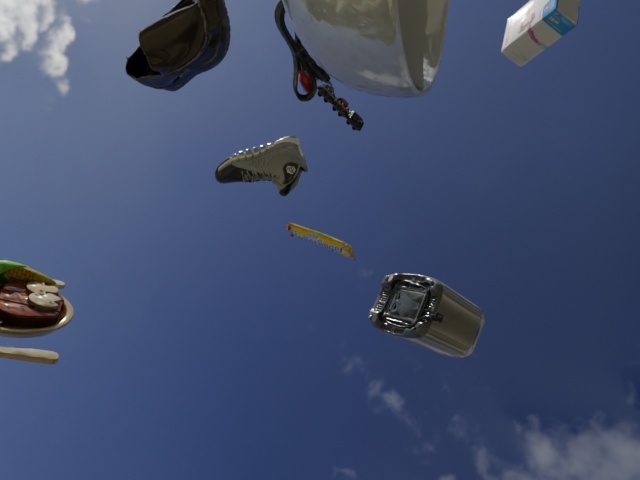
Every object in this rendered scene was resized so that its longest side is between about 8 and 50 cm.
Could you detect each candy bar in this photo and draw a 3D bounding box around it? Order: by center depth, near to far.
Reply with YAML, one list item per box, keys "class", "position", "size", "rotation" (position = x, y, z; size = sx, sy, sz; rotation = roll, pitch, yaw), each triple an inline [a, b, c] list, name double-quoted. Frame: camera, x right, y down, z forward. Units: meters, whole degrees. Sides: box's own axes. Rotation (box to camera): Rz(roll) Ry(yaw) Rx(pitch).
- class: "candy bar"
  position: [0.000, 0.000, 1.106]
  size: [0.162, 0.040, 0.018]
  rotation: [20, -121, 33]

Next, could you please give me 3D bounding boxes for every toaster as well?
- class: "toaster"
  position: [0.213, 0.148, 1.137]
  size: [0.227, 0.146, 0.129]
  rotation: [0, -115, 62]

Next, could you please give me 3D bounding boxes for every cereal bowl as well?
- class: "cereal bowl"
  position: [0.032, -0.302, 0.528]
  size: [0.141, 0.339, 0.338]
  rotation: [4, -85, 18]

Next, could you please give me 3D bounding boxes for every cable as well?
- class: "cable"
  position: [-0.053, -0.448, 1.402]
  size: [0.139, 0.287, 0.072]
  rotation: [-43, -131, 3]

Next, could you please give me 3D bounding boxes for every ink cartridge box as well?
- class: "ink cartridge box"
  position: [0.369, -0.366, 0.980]
  size: [0.122, 0.052, 0.088]
  rotation: [-35, -149, 57]

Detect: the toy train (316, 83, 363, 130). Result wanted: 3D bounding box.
- class: "toy train"
  position: [0.049, -0.314, 1.362]
  size: [0.027, 0.158, 0.036]
  rotation: [22, -102, 53]

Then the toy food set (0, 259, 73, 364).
- class: "toy food set"
  position: [-0.331, 0.060, 0.621]
  size: [0.192, 0.132, 0.038]
  rotation: [45, -63, 59]

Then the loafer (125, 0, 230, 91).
- class: "loafer"
  position: [-0.184, -0.241, 0.728]
  size: [0.220, 0.078, 0.080]
  rotation: [-22, -95, 53]

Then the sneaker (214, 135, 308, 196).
- class: "sneaker"
  position: [-0.137, -0.157, 1.414]
  size: [0.229, 0.086, 0.132]
  rotation: [-22, -106, 1]
